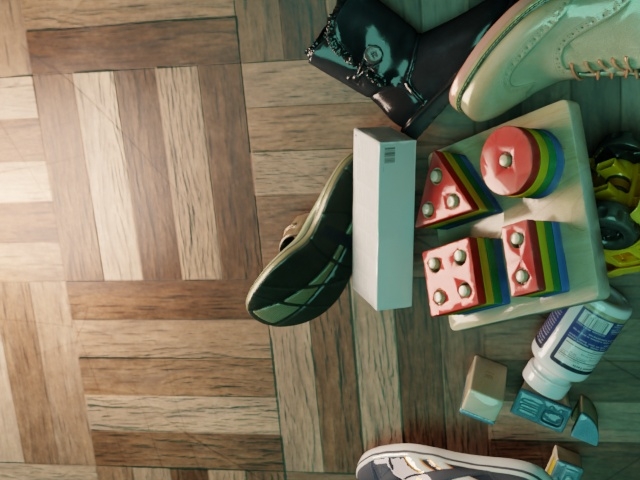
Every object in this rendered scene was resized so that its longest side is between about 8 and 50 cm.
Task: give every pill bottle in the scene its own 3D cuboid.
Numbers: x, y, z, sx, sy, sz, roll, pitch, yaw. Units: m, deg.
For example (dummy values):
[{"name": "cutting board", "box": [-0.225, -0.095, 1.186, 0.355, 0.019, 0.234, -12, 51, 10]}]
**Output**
[{"name": "pill bottle", "box": [0.361, 0.141, 1.559, 0.094, 0.094, 0.169, 30, 112, 2]}]

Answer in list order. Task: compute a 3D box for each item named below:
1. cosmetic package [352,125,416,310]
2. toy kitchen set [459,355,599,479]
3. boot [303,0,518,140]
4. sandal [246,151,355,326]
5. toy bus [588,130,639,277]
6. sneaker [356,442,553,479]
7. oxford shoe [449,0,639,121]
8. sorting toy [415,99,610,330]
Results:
[{"name": "cosmetic package", "box": [0.088, -0.032, 1.521, 0.060, 0.099, 0.239, -7, 110, -20]}, {"name": "toy kitchen set", "box": [0.292, 0.298, 1.611, 0.207, 0.122, 0.166, 21, 111, 6]}, {"name": "boot", "box": [0.119, -0.281, 1.476, 0.207, 0.094, 0.246, 38, 118, -5]}, {"name": "sandal", "box": [0.002, 0.000, 1.604, 0.120, 0.086, 0.303, 33, 96, -28]}, {"name": "toy bus", "box": [0.402, -0.020, 1.472, 0.211, 0.150, 0.220, 37, 146, -27]}, {"name": "sneaker", "box": [0.176, 0.385, 1.615, 0.321, 0.127, 0.126, -4, 131, 36]}, {"name": "oxford shoe", "box": [0.336, -0.250, 1.342, 0.397, 0.140, 0.147, -36, 69, 26]}, {"name": "sorting toy", "box": [0.227, -0.027, 1.422, 0.257, 0.089, 0.256, -20, 72, 50]}]
